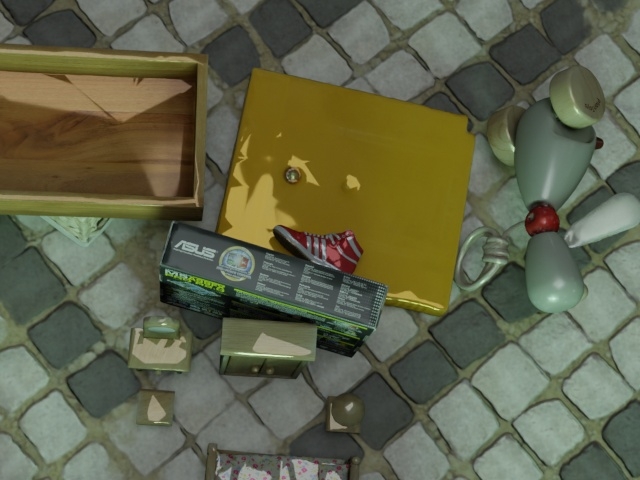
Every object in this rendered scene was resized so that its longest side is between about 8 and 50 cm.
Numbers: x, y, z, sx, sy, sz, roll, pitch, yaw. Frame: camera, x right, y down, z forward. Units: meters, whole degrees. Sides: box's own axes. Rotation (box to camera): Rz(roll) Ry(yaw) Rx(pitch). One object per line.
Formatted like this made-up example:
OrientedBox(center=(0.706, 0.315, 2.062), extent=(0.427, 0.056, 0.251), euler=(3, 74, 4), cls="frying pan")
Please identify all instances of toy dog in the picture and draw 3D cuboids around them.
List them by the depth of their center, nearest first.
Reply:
OrientedBox(center=(0.326, -0.059, 1.780), extent=(0.161, 0.220, 0.333), euler=(20, 80, -34), cls="toy dog")

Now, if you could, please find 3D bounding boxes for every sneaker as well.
OrientedBox(center=(0.000, 0.000, 1.732), extent=(0.118, 0.042, 0.067), euler=(36, 78, -6), cls="sneaker")

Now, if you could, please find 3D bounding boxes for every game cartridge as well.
OrientedBox(center=(0.035, -0.065, 1.803), extent=(0.324, 0.052, 0.285), euler=(13, 74, -6), cls="game cartridge")

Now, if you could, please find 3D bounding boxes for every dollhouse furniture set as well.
OrientedBox(center=(-0.096, 0.284, 1.630), extent=(0.303, 0.174, 0.355), euler=(5, 75, -5), cls="dollhouse furniture set")

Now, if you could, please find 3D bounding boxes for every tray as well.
OrientedBox(center=(-0.348, -0.135, 1.651), extent=(0.411, 0.076, 0.202), euler=(2, 74, -8), cls="tray")

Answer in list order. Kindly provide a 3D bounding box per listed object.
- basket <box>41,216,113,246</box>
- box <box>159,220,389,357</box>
OrientedBox(center=(-0.336, -0.090, 1.732), extent=(0.167, 0.103, 0.113), euler=(36, 73, 4), cls="basket")
OrientedBox(center=(-0.065, 0.066, 1.667), extent=(0.270, 0.216, 0.060), euler=(16, 74, -2), cls="box")
